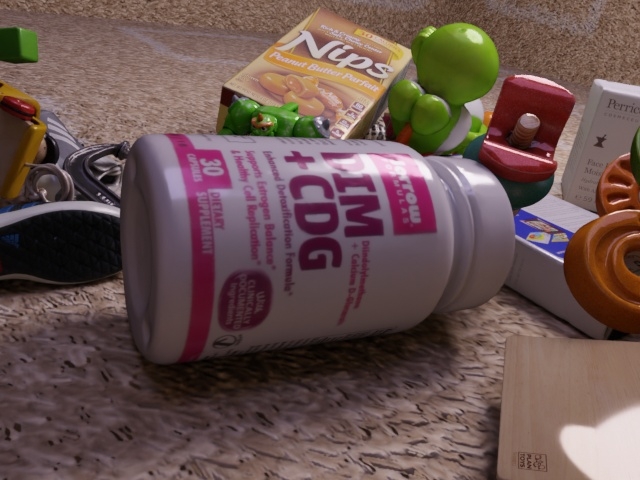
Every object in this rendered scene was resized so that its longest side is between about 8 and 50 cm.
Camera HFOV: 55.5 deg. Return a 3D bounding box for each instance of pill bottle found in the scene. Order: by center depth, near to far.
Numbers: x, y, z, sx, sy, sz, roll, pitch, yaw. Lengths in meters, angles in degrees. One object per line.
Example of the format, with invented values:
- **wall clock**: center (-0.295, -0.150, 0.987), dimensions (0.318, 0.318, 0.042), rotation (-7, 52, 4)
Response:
- **pill bottle**: center (0.000, 0.000, 0.478), dimensions (0.283, 0.160, 0.160), rotation (-3, 27, -27)

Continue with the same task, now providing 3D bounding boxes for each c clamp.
- **c clamp**: center (-0.184, -0.055, 0.650), dimensions (0.161, 0.022, 0.137), rotation (36, 40, -4)

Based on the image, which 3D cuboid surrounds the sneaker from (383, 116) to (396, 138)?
- **sneaker**: center (0.205, -0.219, 1.169), dimensions (0.170, 0.063, 0.075), rotation (15, 30, 24)

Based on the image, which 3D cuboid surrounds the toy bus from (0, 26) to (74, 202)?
- **toy bus**: center (-0.321, -0.109, 0.584), dimensions (0.191, 0.202, 0.104), rotation (-15, 7, 11)

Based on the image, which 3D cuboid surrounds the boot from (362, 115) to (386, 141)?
- **boot**: center (0.007, -0.210, 1.043), dimensions (0.179, 0.085, 0.236), rotation (5, 36, -12)

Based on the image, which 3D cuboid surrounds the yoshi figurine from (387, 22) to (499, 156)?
- **yoshi figurine**: center (0.210, -0.221, 0.920), dimensions (0.204, 0.202, 0.362), rotation (0, 6, 21)

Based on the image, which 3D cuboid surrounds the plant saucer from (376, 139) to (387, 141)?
- **plant saucer**: center (0.070, -0.098, 0.824), dimensions (0.084, 0.083, 0.013), rotation (-9, 44, -35)

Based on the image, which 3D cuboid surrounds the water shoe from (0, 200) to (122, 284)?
- **water shoe**: center (-0.255, -0.006, 0.508), dimensions (0.203, 0.072, 0.080), rotation (-6, 26, -32)

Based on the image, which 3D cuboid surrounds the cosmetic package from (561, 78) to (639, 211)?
- **cosmetic package**: center (0.480, -0.142, 0.947), dimensions (0.151, 0.183, 0.151), rotation (15, 24, 14)

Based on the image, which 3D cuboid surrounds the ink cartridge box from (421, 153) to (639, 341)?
- **ink cartridge box**: center (0.232, -0.016, 0.722), dimensions (0.176, 0.069, 0.371), rotation (-9, 32, -34)

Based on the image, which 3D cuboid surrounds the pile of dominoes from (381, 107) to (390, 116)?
- **pile of dominoes**: center (0.076, -0.270, 1.188), dimensions (0.251, 0.040, 0.196), rotation (-6, 20, 0)

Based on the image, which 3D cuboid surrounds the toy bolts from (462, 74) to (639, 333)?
- **toy bolts**: center (0.231, -0.020, 0.563), dimensions (0.229, 0.158, 0.218), rotation (25, 69, 12)

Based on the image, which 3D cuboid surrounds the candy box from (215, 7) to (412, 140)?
- **candy box**: center (0.002, -0.231, 0.928), dimensions (0.183, 0.087, 0.316), rotation (28, 47, 7)

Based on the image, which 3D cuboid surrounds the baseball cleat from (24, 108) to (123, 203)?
- **baseball cleat**: center (-0.290, -0.090, 0.707), dimensions (0.110, 0.072, 0.206), rotation (4, 33, -26)

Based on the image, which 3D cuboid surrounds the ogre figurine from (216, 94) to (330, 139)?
- **ogre figurine**: center (-0.060, -0.111, 0.760), dimensions (0.097, 0.118, 0.197), rotation (-14, 32, -42)

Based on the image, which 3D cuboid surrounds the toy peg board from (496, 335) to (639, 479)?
- **toy peg board**: center (0.197, 0.136, 0.378), dimensions (0.161, 0.079, 0.161), rotation (0, 20, 19)
